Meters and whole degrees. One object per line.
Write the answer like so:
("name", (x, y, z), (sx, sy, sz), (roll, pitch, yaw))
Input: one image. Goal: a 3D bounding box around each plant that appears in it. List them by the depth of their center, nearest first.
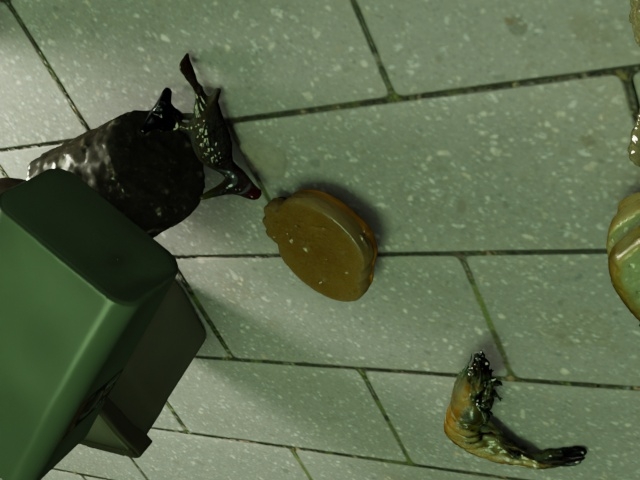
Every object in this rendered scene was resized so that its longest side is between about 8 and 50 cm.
("plant", (-0.306, -0.041, 1.259), (0.320, 0.181, 0.194), (-22, 97, 39))

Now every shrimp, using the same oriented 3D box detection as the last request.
("shrimp", (0.267, 0.237, 1.269), (0.198, 0.051, 0.262), (14, 141, 14))

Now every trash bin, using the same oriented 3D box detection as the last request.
("trash bin", (-0.344, 0.110, 1.151), (0.223, 0.158, 0.343), (39, 124, 3))
("trash bin", (-0.325, 0.183, 1.464), (0.219, 0.250, 0.219), (5, 134, 32))

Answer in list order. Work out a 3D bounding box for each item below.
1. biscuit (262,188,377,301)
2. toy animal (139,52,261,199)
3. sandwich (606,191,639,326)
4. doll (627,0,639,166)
("biscuit", (0.003, -0.002, 1.204), (0.170, 0.050, 0.170), (27, 144, 22))
("toy animal", (-0.140, -0.125, 1.162), (0.105, 0.070, 0.202), (-28, 112, 20))
("sandwich", (0.434, 0.054, 0.911), (0.254, 0.100, 0.288), (-16, 120, 37))
("doll", (0.300, -0.175, 0.781), (0.286, 0.091, 0.202), (65, 167, -18))
